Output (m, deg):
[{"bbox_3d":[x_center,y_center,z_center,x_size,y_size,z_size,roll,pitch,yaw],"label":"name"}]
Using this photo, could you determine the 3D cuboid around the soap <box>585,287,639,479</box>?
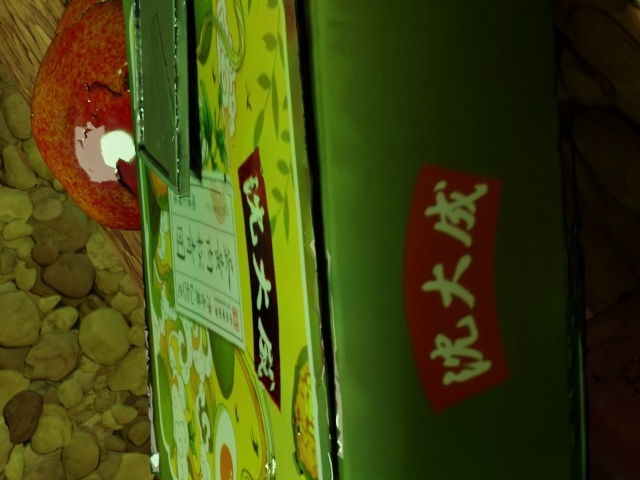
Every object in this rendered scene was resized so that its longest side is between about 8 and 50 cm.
[{"bbox_3d":[0.212,0.179,1.000,0.220,0.127,0.325,51,167,31],"label":"soap"}]

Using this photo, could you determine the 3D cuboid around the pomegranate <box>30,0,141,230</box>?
[{"bbox_3d":[-0.119,-0.108,1.330,0.210,0.210,0.235,62,172,-23],"label":"pomegranate"}]

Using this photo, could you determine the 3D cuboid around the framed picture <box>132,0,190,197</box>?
[{"bbox_3d":[-0.092,-0.108,1.002,0.109,0.011,0.149,-137,44,-66],"label":"framed picture"}]

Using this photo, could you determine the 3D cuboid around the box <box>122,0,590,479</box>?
[{"bbox_3d":[0.000,0.000,0.990,0.420,0.138,0.373,-160,67,-72],"label":"box"}]
